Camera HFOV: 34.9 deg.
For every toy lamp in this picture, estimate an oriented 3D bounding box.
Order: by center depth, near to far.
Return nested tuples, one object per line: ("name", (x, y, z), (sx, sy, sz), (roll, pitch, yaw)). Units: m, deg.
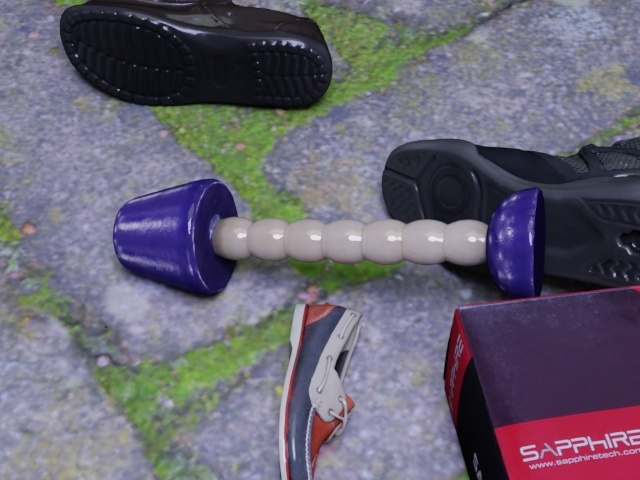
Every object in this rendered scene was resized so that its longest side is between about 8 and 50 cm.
("toy lamp", (0.000, 0.000, 0.644), (0.275, 0.080, 0.080), (3, 47, 18))

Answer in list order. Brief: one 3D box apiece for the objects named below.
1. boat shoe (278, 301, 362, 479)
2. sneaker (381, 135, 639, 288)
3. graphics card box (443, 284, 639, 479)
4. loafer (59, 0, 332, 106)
("boat shoe", (-0.001, 0.091, 0.605), (0.043, 0.049, 0.137), (6, 43, 2))
("sneaker", (0.158, -0.027, 0.692), (0.227, 0.087, 0.130), (10, 19, 35))
("graphics card box", (0.211, 0.182, 0.491), (0.233, 0.094, 0.371), (-5, 49, -5))
("loafer", (-0.096, -0.155, 0.816), (0.220, 0.080, 0.078), (10, 39, 2))
